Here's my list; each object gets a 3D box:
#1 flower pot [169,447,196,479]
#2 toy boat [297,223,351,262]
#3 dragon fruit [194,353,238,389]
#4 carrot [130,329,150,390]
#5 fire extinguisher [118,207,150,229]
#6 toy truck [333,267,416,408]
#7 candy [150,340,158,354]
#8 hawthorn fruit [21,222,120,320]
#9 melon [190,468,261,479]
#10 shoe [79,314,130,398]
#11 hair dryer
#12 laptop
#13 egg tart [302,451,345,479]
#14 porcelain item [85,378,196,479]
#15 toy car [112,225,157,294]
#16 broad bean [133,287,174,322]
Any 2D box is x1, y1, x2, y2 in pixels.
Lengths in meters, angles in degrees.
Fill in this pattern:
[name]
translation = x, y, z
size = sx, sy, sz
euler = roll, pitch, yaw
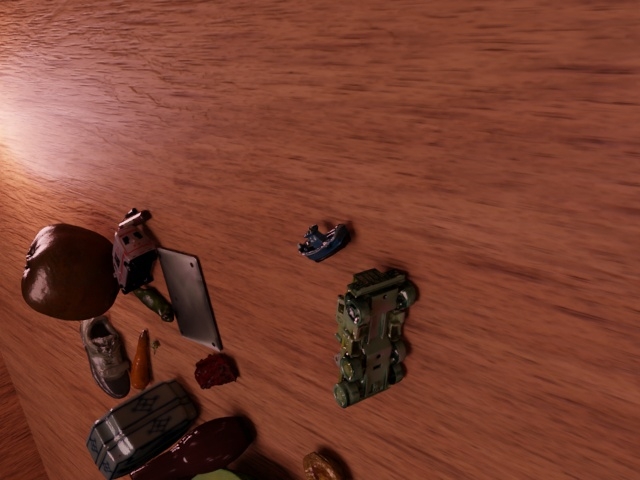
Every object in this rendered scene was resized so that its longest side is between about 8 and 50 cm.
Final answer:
[flower pot]
translation = -0.417, 0.757, 2.000
size = 0.266, 0.266, 0.267
euler = 44, 128, 22
[toy boat]
translation = 0.000, 0.000, 1.217
size = 0.061, 0.060, 0.137
euler = 46, 149, -10
[dragon fruit]
translation = -0.277, 0.319, 1.723
size = 0.131, 0.097, 0.063
euler = 33, 133, 60
[carrot]
translation = -0.557, 0.369, 2.077
size = 0.061, 0.061, 0.256
euler = 34, 131, 32
[fire extinguisher]
translation = -0.499, -0.055, 1.774
size = 0.173, 0.035, 0.049
euler = -18, 101, 49
[toy truck]
translation = 0.071, 0.161, 1.189
size = 0.135, 0.128, 0.259
euler = 45, 141, 41
[candy]
translation = -0.496, 0.325, 2.012
size = 0.083, 0.025, 0.023
euler = 106, 153, -52
[hawthorn fruit]
translation = -0.679, 0.099, 1.899
size = 0.268, 0.301, 0.268
euler = -167, 90, -73
[melon]
translation = -0.181, 0.729, 1.742
size = 0.343, 0.226, 0.331
euler = -34, 91, 40
[shoe]
translation = -0.693, 0.373, 2.184
size = 0.293, 0.109, 0.149
euler = 64, 148, 6
[hair dryer]
translation = -0.345, 0.579, 1.820
size = 0.123, 0.312, 0.340
euler = 65, 164, 11
[laptop]
translation = -0.340, 0.151, 1.730
size = 0.187, 0.015, 0.269
euler = 10, 119, 45
[egg tart]
translation = 0.013, 0.534, 1.529
size = 0.130, 0.052, 0.130
euler = 26, 130, 35
[porcelain item]
translation = -0.519, 0.553, 1.959
size = 0.157, 0.281, 0.286
euler = 53, 140, 15
[toy car]
translation = -0.504, 0.055, 1.791
size = 0.108, 0.089, 0.209
euler = 50, 146, 14
[broad bean]
translation = -0.448, 0.177, 1.841
size = 0.195, 0.046, 0.061
euler = 30, 160, 44
